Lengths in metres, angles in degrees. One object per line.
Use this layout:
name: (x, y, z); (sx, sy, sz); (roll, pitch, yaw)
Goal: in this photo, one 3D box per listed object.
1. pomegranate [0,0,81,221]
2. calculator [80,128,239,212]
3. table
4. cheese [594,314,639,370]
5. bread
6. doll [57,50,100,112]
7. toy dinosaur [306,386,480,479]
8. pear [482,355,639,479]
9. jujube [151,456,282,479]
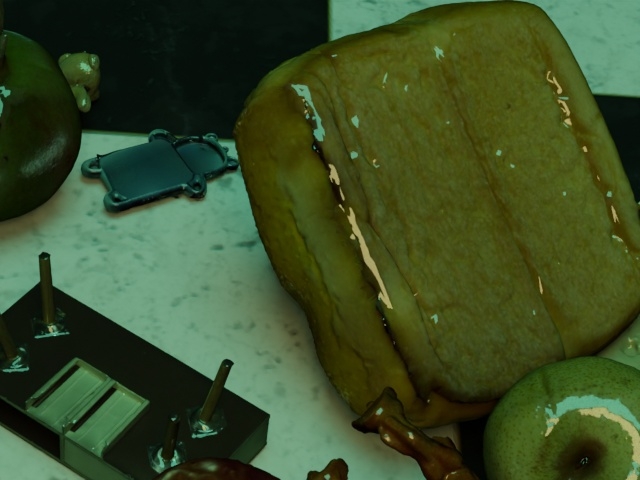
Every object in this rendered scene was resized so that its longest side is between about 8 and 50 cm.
pomegranate: (-0.299, -0.122, 1.692); (0.182, 0.224, 0.181); (2, 54, -3)
calculator: (-0.147, -0.067, 1.798); (0.141, 0.019, 0.094); (-18, 51, -25)
table: (-0.171, 0.110, 1.557); (0.240, 0.111, 0.121); (29, 50, 20)
cheese: (0.298, 0.075, 1.703); (0.065, 0.043, 0.194); (26, 50, 24)
bread: (0.107, -0.025, 1.639); (0.328, 0.148, 0.337); (-26, 91, -35)
doll: (-0.241, -0.138, 1.833); (0.062, 0.051, 0.093); (-1, 35, 32)
toy dinosaur: (0.087, 0.207, 1.353); (0.208, 0.097, 0.432); (41, 4, -11)
pear: (0.208, 0.171, 1.510); (0.167, 0.167, 0.136); (20, 9, 12)
jujube: (-0.046, 0.273, 1.380); (0.183, 0.183, 0.243); (-21, 44, -25)
